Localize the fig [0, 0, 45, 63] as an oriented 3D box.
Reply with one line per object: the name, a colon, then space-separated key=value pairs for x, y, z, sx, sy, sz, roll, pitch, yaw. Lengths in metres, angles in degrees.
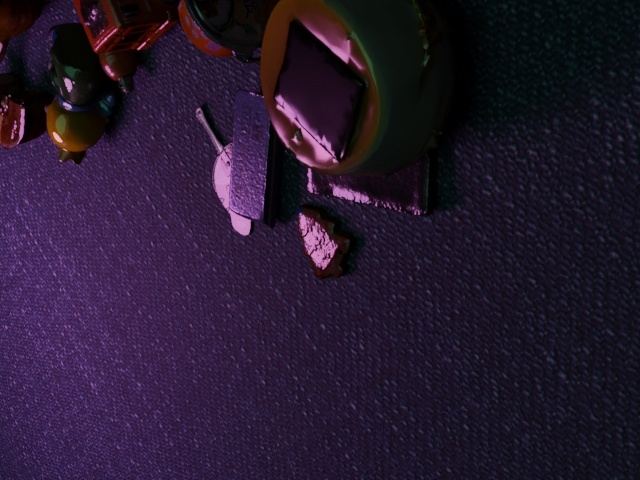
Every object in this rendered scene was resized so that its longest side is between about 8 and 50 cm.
fig: x=-0.647 y=-0.464 z=2.125 sx=0.191 sy=0.190 sz=0.290 roll=65 pitch=151 yaw=7

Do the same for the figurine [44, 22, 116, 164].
figurine: x=-0.465 y=-0.275 z=2.035 sx=0.185 sy=0.127 sz=0.234 roll=57 pitch=153 yaw=35

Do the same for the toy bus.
toy bus: x=-0.360 y=-0.486 z=1.799 sx=0.143 sy=0.153 sz=0.329 roll=-24 pitch=86 yaw=52

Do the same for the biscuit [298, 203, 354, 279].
biscuit: x=0.000 y=0.000 z=1.680 sx=0.130 sy=0.019 sz=0.119 roll=58 pitch=138 yaw=16

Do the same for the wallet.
wallet: x=0.068 y=-0.112 z=1.554 sx=0.244 sy=0.025 sz=0.124 roll=14 pitch=114 yaw=45

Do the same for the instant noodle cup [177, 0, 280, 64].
instant noodle cup: x=-0.134 y=-0.348 z=1.599 sx=0.125 sy=0.177 sz=0.208 roll=159 pitch=116 yaw=-65

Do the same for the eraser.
eraser: x=-0.103 y=-0.128 z=1.725 sx=0.082 sy=0.036 sz=0.225 roll=22 pitch=117 yaw=35

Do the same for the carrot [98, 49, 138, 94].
carrot: x=-0.387 y=-0.421 z=1.925 sx=0.069 sy=0.069 sz=0.336 roll=-17 pitch=89 yaw=50

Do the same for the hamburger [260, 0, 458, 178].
hamburger: x=0.054 y=-0.221 z=1.413 sx=0.276 sy=0.179 sz=0.294 roll=44 pitch=135 yaw=33

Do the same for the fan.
fan: x=-0.154 y=-0.129 z=1.813 sx=0.227 sy=0.008 sz=0.152 roll=59 pitch=139 yaw=13

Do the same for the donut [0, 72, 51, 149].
donut: x=-0.633 y=-0.270 z=2.244 sx=0.217 sy=0.085 sz=0.141 roll=34 pitch=128 yaw=37
